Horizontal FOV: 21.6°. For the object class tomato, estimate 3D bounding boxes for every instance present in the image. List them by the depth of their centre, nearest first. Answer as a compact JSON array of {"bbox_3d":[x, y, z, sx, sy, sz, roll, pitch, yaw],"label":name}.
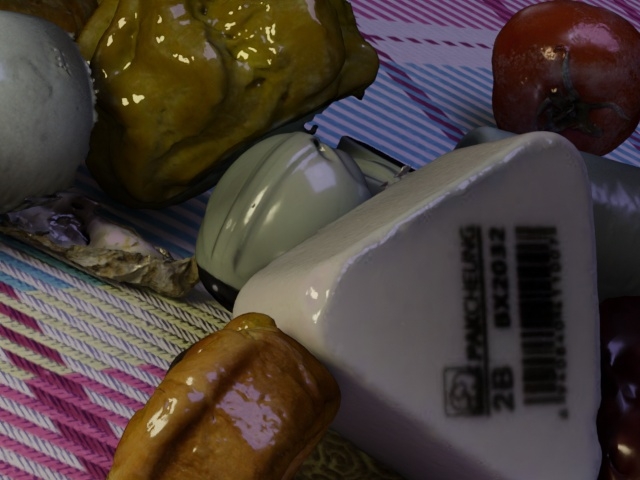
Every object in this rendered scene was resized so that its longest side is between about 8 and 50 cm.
[{"bbox_3d":[0.336,-0.222,2.260,0.232,0.232,0.189,21,36,-19],"label":"tomato"}]

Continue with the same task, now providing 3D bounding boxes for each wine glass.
[{"bbox_3d":[-0.365,-0.105,1.424,0.357,0.190,0.190,-8,47,-47],"label":"wine glass"}]

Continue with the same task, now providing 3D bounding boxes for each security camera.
[{"bbox_3d":[0.000,0.000,1.575,0.197,0.191,0.277,31,9,29],"label":"security camera"}]

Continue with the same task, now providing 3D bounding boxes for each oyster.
[{"bbox_3d":[-0.213,0.009,1.567,0.199,0.061,0.106,27,33,6],"label":"oyster"}]

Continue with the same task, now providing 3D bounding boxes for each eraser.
[{"bbox_3d":[0.124,0.097,1.445,0.331,0.331,0.150,10,-9,-35],"label":"eraser"}]

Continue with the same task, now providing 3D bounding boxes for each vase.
[{"bbox_3d":[0.283,-0.003,1.902,0.291,0.245,0.245,15,32,-17],"label":"vase"}]

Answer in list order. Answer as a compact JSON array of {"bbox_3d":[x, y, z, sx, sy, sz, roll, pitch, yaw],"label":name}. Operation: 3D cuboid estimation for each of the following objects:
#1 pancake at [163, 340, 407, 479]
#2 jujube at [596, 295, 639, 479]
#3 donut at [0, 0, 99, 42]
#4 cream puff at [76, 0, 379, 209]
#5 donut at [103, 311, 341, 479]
[{"bbox_3d":[-0.010,0.195,1.482,0.288,0.033,0.286,21,31,-19],"label":"pancake"},{"bbox_3d":[0.319,0.214,1.558,0.258,0.258,0.377,19,27,-23],"label":"jujube"},{"bbox_3d":[-0.391,-0.276,1.712,0.360,0.170,0.360,28,31,-18],"label":"donut"},{"bbox_3d":[-0.128,-0.190,1.627,0.274,0.323,0.270,-26,82,-50],"label":"cream puff"},{"bbox_3d":[-0.081,0.164,1.265,0.113,0.227,0.226,35,28,6],"label":"donut"}]
